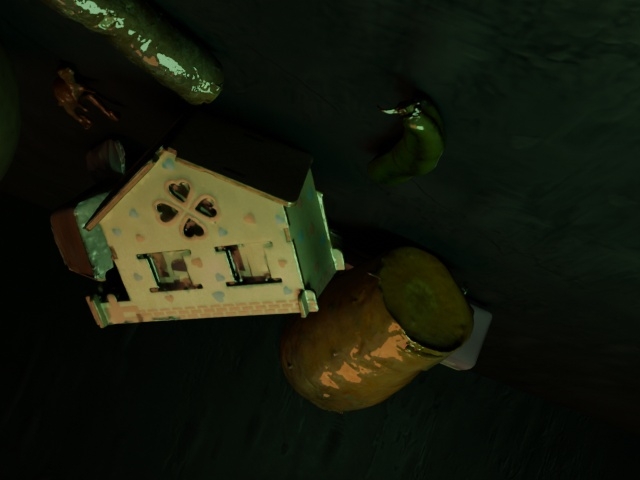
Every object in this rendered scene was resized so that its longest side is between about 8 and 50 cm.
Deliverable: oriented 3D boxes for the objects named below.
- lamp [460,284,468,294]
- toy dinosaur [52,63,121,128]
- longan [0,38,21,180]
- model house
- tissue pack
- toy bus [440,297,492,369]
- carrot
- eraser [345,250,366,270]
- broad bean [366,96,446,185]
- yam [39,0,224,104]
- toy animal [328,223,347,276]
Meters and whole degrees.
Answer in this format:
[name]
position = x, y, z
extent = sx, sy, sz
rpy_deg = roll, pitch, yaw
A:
[lamp]
position = 0.198, 0.070, 1.337
extent = 0.121, 0.041, 0.054
rpy_deg = 24, 161, 6
[toy dinosaur]
position = -0.347, -0.203, 1.024
extent = 0.162, 0.039, 0.126
rpy_deg = 20, 161, 33
[longan]
position = -0.497, -0.149, 0.854
extent = 0.319, 0.318, 0.319
rpy_deg = 21, 170, 4
[model house]
position = -0.152, -0.035, 0.944
extent = 0.326, 0.169, 0.244
rpy_deg = -5, 123, 16
[tissue pack]
position = -0.365, -0.065, 1.359
extent = 0.239, 0.238, 0.305
rpy_deg = 26, 170, -24
[toy bus]
position = 0.207, 0.151, 1.443
extent = 0.203, 0.142, 0.142
rpy_deg = 25, 175, -23
[carrot]
position = 0.077, 0.150, 1.250
extent = 0.224, 0.224, 0.341
rpy_deg = 25, 140, -20
[eraser]
position = 0.057, 0.042, 1.485
extent = 0.105, 0.026, 0.065
rpy_deg = 26, 171, -28
[broad bean]
position = 0.082, -0.090, 0.727
extent = 0.069, 0.039, 0.227
rpy_deg = 14, 168, 3
[yam]
position = -0.179, -0.198, 0.642
extent = 0.061, 0.061, 0.253
rpy_deg = 13, 167, 40
[toy animal]
position = 0.000, 0.000, 1.281
extent = 0.098, 0.137, 0.098
rpy_deg = 2, -152, -1
